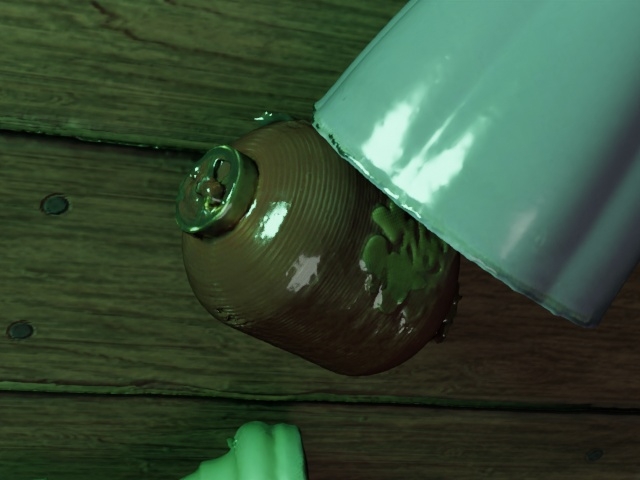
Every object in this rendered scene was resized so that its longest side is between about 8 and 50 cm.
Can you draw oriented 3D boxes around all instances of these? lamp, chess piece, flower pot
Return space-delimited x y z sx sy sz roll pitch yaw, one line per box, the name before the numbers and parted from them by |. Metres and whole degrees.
lamp | 0.000 0.000 1.114 0.258 0.180 0.180 30 115 -35
chess piece | -0.158 0.267 1.289 0.299 0.194 0.194 -4 132 -5
flower pot | 0.160 -0.110 1.028 0.265 0.265 0.243 25 107 -35
